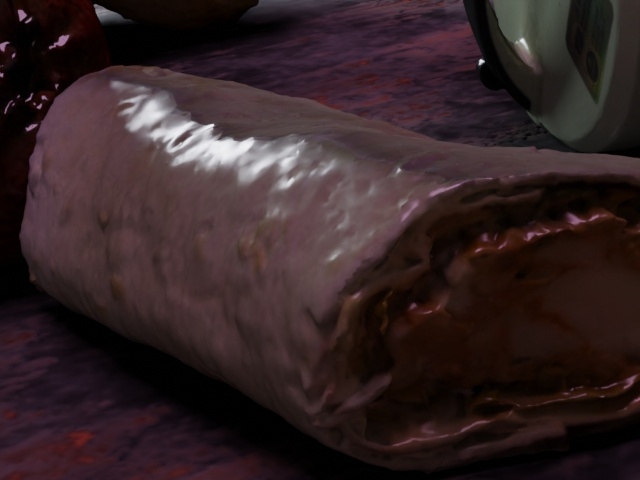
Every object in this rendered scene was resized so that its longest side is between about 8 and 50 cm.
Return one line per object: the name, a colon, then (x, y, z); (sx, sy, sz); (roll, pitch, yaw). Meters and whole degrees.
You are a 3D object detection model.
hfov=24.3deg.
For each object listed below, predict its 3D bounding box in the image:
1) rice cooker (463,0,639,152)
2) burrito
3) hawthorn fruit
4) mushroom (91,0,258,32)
rice cooker: (0.190, -0.158, 0.742); (0.244, 0.226, 0.226); (-7, 21, -7)
burrito: (0.003, 0.000, 0.556); (0.143, 0.105, 0.299); (-18, 22, -35)
hawthorn fruit: (-0.193, -0.062, 0.704); (0.188, 0.169, 0.169); (-8, 17, 38)
mushroom: (-0.155, -0.247, 1.106); (0.283, 0.195, 0.263); (-4, 16, 9)
